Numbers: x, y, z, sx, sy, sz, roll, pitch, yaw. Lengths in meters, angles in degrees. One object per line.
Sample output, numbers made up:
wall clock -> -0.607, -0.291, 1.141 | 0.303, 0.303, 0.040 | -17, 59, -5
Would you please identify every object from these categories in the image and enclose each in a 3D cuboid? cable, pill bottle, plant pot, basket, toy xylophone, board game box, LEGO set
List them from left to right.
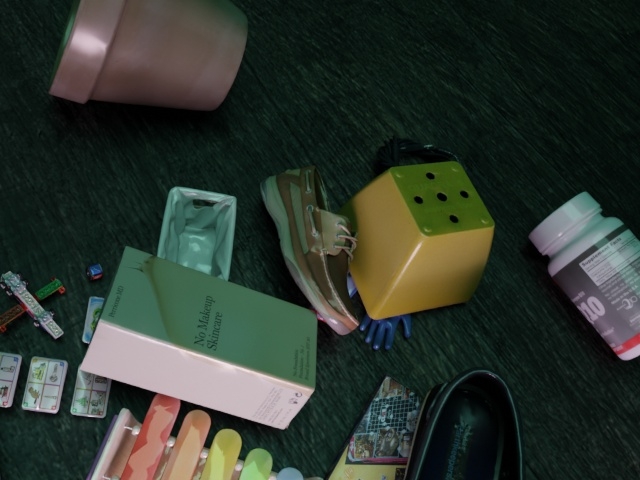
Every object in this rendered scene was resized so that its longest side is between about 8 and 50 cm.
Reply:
LEGO set -> -0.404, 0.142, 1.051 | 0.183, 0.060, 0.244 | 13, 60, -23
plant pot -> -0.291, -0.365, 1.217 | 0.281, 0.323, 0.323 | 16, 58, -25
basket -> -0.204, 0.013, 1.128 | 0.114, 0.103, 0.167 | 9, 61, -11
toy xylophone -> -0.154, 0.321, 0.986 | 0.323, 0.081, 0.236 | 14, 59, -8
board game box -> 0.110, 0.352, 1.064 | 0.165, 0.042, 0.243 | 34, 59, 4
cable -> 0.181, -0.155, 1.320 | 0.151, 0.047, 0.184 | 32, 35, 17
plant pot -> 0.169, -0.016, 1.175 | 0.212, 0.187, 0.212 | -8, 59, -25
pill bottle -> 0.525, 0.061, 1.268 | 0.161, 0.161, 0.283 | -28, 72, -27

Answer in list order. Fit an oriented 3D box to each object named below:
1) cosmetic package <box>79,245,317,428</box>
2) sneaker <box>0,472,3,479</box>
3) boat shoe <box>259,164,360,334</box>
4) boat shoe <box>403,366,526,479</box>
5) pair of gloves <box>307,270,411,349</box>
cosmetic package -> -0.166, 0.143, 1.009 | 0.310, 0.113, 0.160 | 21, 37, -17
sneaker -> -0.493, 0.292, 0.891 | 0.131, 0.112, 0.319 | -22, 69, -28
boat shoe -> 0.000, 0.000, 1.145 | 0.117, 0.123, 0.324 | -28, 61, 8
boat shoe -> 0.180, 0.389, 0.915 | 0.187, 0.156, 0.500 | 15, 53, 3
pair of gloves -> 0.076, 0.100, 1.205 | 0.198, 0.023, 0.159 | 27, 59, 0
